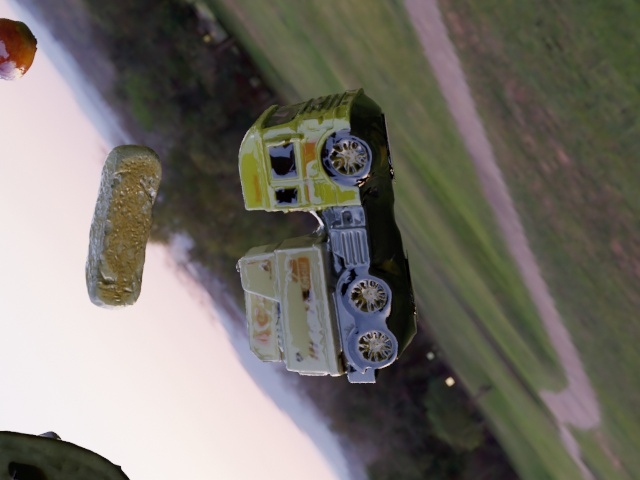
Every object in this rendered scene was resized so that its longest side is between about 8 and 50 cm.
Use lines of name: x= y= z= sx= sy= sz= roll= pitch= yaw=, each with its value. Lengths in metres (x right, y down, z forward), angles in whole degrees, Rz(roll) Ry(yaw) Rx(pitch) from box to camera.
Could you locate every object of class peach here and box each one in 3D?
peach: x=-0.470 y=-0.284 z=1.911 sx=0.098 sy=0.098 sz=0.061 roll=53 pitch=-172 yaw=8

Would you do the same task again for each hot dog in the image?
hot dog: x=-0.291 y=-0.021 z=1.882 sx=0.084 sy=0.243 sz=0.073 roll=6 pitch=-172 yaw=-31

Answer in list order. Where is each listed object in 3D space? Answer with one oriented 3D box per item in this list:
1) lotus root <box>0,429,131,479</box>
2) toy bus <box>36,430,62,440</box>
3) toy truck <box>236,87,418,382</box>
lotus root: x=-0.309 y=0.369 z=1.270 sx=0.250 sy=0.250 sz=0.346 roll=50 pitch=134 yaw=39
toy bus: x=-0.478 y=0.350 z=2.012 sx=0.072 sy=0.172 sz=0.057 roll=82 pitch=167 yaw=-54
toy truck: x=0.000 y=0.000 z=1.824 sx=0.181 sy=0.253 sz=0.405 roll=-71 pitch=-25 yaw=-70
